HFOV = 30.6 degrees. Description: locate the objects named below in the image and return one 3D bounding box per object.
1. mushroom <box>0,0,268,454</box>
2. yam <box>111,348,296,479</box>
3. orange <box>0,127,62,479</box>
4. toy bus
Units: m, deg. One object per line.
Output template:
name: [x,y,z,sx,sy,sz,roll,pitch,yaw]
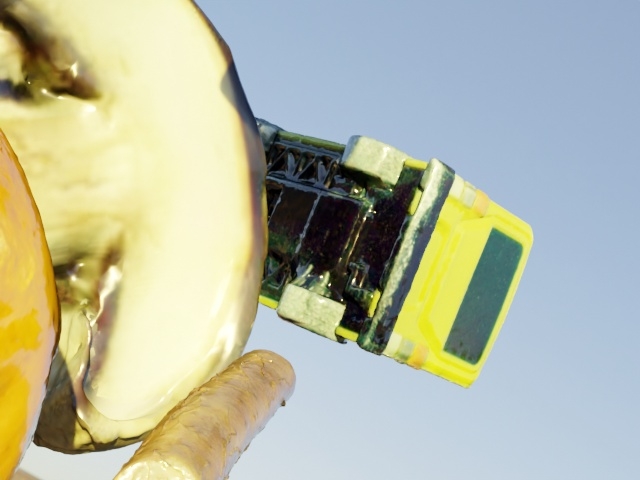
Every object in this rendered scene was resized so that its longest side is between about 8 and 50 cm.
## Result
mushroom: [-0.145,-0.025,0.670,0.164,0.190,0.267,-9,-70,55]
yam: [-0.036,0.064,0.397,0.032,0.032,0.145,27,12,6]
orange: [-0.207,0.003,0.428,0.249,0.183,0.249,21,-36,17]
toy bus: [0.000,0.000,0.804,0.150,0.128,0.262,26,-6,-43]
